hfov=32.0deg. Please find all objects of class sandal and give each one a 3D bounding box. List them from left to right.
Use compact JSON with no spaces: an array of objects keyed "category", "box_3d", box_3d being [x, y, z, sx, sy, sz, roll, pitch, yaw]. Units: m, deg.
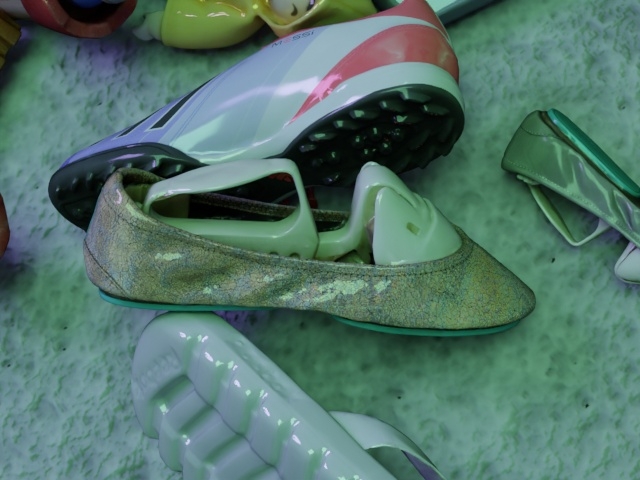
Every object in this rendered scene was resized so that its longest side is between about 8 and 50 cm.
[{"category":"sandal","box_3d":[0.036,0.188,0.724,0.102,0.169,0.416,-24,64,-43]}]

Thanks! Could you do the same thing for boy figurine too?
[{"category":"boy figurine","box_3d":[-0.085,-0.225,0.878,0.285,0.092,0.177,36,99,21]}]

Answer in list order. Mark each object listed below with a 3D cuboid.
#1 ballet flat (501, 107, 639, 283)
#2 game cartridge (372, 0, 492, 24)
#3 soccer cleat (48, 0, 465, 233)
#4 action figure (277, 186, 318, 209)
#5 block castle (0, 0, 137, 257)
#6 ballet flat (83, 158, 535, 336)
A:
[{"category":"ballet flat","box_3d":[0.218,-0.009,0.794,0.213,0.072,0.068,43,110,18]},{"category":"game cartridge","box_3d":[0.072,-0.321,0.884,0.198,0.062,0.297,-26,84,3]},{"category":"soccer cleat","box_3d":[-0.051,-0.084,0.814,0.318,0.108,0.116,-16,52,19]},{"category":"action figure","box_3d":[-0.022,-0.081,0.863,0.038,0.030,0.115,-10,69,10]},{"category":"block castle","box_3d":[-0.352,-0.194,0.716,0.213,0.453,0.303,10,69,47]},{"category":"ballet flat","box_3d":[0.000,0.000,0.751,0.316,0.107,0.106,3,114,-8]}]
